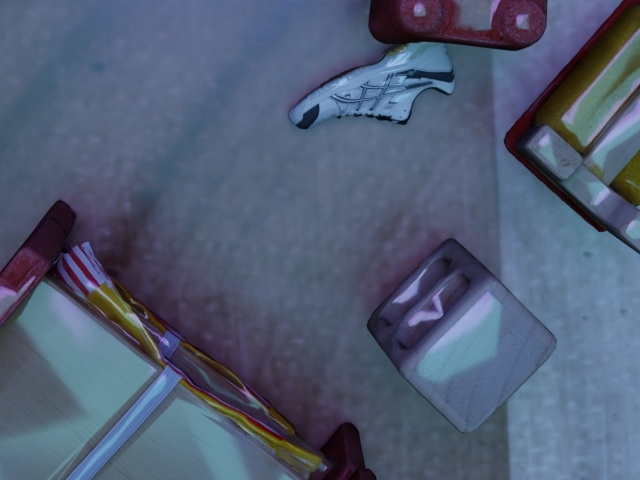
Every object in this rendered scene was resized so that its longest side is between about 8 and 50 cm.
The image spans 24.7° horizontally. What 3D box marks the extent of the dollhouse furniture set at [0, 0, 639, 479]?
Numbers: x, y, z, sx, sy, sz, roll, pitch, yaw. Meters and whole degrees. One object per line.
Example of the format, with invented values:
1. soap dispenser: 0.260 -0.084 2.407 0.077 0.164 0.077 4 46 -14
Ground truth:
1. dollhouse furniture set: 0.000 0.000 0.660 0.201 0.152 0.374 41 93 -9

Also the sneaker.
1. sneaker: 0.026 -0.069 0.705 0.083 0.032 0.037 -26 101 3
